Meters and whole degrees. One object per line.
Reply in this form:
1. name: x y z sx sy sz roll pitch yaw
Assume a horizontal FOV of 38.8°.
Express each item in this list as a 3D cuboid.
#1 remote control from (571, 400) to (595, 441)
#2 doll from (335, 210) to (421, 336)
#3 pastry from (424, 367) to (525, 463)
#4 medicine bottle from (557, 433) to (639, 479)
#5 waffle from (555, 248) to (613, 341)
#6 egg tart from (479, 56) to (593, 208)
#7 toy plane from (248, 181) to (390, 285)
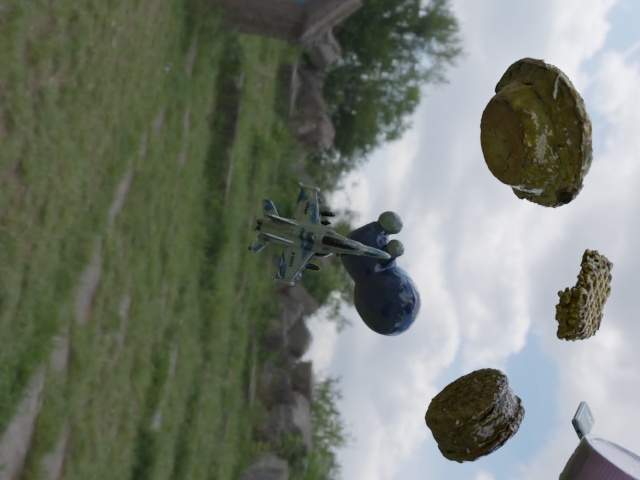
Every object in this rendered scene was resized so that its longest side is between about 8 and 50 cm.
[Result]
1. remote control: 0.517 0.356 1.787 0.053 0.017 0.124 63 25 2
2. doll: 0.140 0.085 2.037 0.259 0.154 0.228 63 -25 4
3. pastry: 0.286 0.323 1.689 0.103 0.188 0.189 56 3 -10
4. medicine bottle: 0.445 0.547 1.560 0.219 0.219 0.389 -105 -140 -78
5. waffle: 0.549 0.115 1.893 0.193 0.070 0.197 -22 123 -51
6. egg tart: 0.370 -0.187 1.643 0.295 0.116 0.295 164 -90 -70
7. toy plane: 0.002 0.002 1.653 0.088 0.261 0.192 54 52 -80
